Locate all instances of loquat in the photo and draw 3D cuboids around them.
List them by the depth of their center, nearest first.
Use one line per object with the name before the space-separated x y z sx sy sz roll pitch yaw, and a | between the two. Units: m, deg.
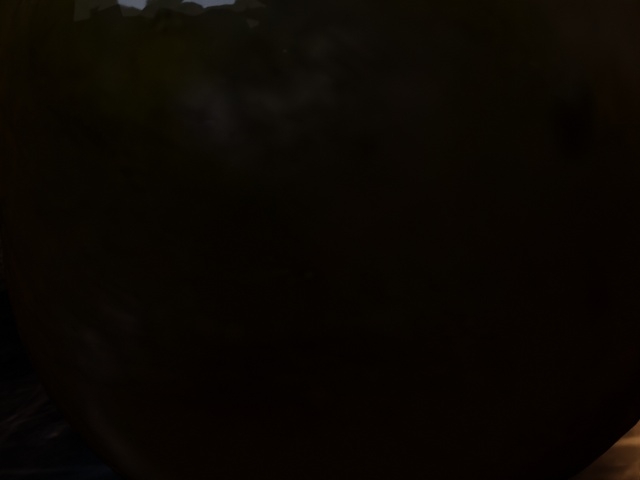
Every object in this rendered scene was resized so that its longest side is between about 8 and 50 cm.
loquat | 0.008 -0.037 0.690 0.276 0.284 0.276 -13 46 13
